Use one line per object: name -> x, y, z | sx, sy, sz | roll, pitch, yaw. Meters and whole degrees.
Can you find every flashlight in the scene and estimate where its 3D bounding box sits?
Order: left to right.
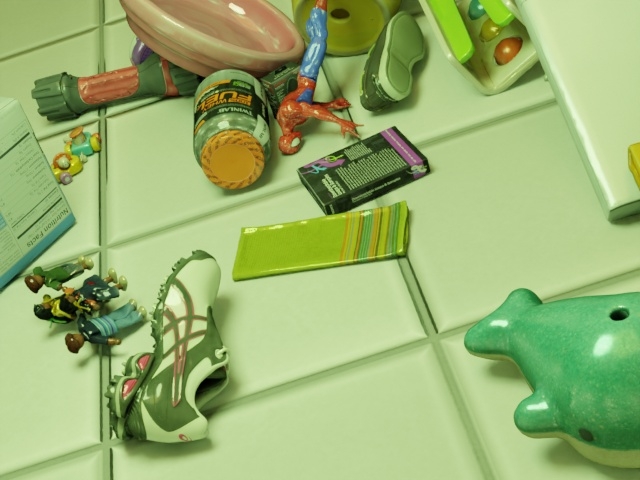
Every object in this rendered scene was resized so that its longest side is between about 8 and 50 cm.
flashlight -> -0.350, -0.278, 1.869 | 0.304, 0.103, 0.103 | -11, 33, 9

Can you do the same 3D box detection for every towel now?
towel -> 0.000, 0.000, 1.424 | 0.237, 0.021, 0.102 | -9, 37, 14

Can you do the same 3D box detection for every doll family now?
doll family -> -0.317, 0.084, 1.407 | 0.111, 0.076, 0.193 | -23, 26, -39

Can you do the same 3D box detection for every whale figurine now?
whale figurine -> 0.264, 0.105, 1.070 | 0.216, 0.141, 0.272 | -37, 39, -22

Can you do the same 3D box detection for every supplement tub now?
supplement tub -> -0.134, -0.167, 1.617 | 0.117, 0.117, 0.190 | -16, 36, 4

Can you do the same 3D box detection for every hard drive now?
hard drive -> 0.413, -0.216, 1.362 | 0.233, 0.047, 0.353 | -17, 66, 3

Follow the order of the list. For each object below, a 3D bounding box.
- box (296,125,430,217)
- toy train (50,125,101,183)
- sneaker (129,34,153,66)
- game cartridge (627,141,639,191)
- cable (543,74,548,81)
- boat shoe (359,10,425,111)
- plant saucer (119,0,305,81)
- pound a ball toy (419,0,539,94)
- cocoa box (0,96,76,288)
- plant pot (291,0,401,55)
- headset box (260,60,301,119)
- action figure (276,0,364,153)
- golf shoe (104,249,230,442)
box -> 0.059, -0.099, 1.519 | 0.162, 0.029, 0.116 | -23, 36, -8
toy train -> -0.442, -0.142, 1.781 | 0.125, 0.046, 0.166 | 9, 45, 32
sneaker -> -0.229, -0.364, 1.942 | 0.236, 0.095, 0.104 | -27, 45, -13
game cartridge -> 0.535, -0.038, 1.167 | 0.323, 0.053, 0.285 | -15, 48, 5
cable -> 0.466, -0.228, 1.509 | 0.287, 0.072, 0.139 | 17, 31, 23
boat shoe -> 0.110, -0.285, 1.694 | 0.068, 0.081, 0.228 | -32, 24, 35
plant saucer -> -0.189, -0.357, 1.776 | 0.332, 0.084, 0.332 | 22, 27, -12
pound a ball toy -> 0.283, -0.359, 1.643 | 0.208, 0.135, 0.319 | -41, 34, 20
cocoa box -> -0.590, -0.074, 1.604 | 0.347, 0.228, 0.231 | 11, 45, 35
plant pot -> 0.047, -0.455, 1.823 | 0.254, 0.254, 0.239 | -5, 53, 18
headset box -> -0.054, -0.239, 1.703 | 0.062, 0.083, 0.032 | -34, 39, -21
action figure -> 0.019, -0.253, 1.648 | 0.139, 0.091, 0.280 | 20, 81, -5
golf shoe -> -0.154, 0.129, 1.280 | 0.120, 0.105, 0.273 | 10, 49, 11
